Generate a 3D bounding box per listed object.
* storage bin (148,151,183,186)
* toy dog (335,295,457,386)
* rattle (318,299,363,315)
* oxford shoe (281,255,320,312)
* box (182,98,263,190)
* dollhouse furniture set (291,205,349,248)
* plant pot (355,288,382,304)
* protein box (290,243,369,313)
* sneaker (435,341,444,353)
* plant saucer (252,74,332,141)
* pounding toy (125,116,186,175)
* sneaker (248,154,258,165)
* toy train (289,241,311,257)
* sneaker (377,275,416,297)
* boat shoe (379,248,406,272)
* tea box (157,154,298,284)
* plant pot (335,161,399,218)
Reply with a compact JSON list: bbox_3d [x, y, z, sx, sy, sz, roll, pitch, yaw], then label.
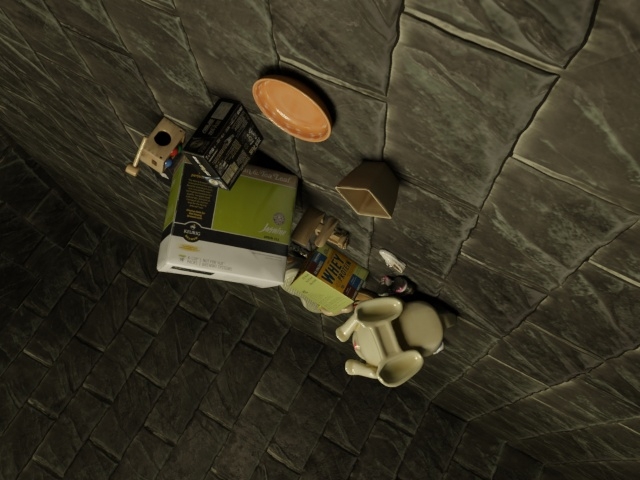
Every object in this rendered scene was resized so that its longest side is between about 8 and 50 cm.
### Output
[{"bbox_3d":[-0.534,-0.263,2.018,0.122,0.084,0.180,24,160,19],"label":"storage bin"},{"bbox_3d":[0.244,0.325,2.020,0.284,0.396,0.408,61,163,7],"label":"toy dog"},{"bbox_3d":[0.078,0.217,2.230,0.200,0.130,0.142,5,117,33],"label":"rattle"},{"bbox_3d":[-0.040,0.184,2.370,0.449,0.169,0.130,43,-160,-52],"label":"oxford shoe"},{"bbox_3d":[-0.247,-0.246,1.465,0.078,0.180,0.147,18,159,30],"label":"box"},{"bbox_3d":[0.000,0.000,1.810,0.144,0.123,0.151,27,161,13],"label":"dollhouse furniture set"},{"bbox_3d":[0.215,0.257,2.290,0.236,0.032,0.236,27,161,10],"label":"plant pot"},{"bbox_3d":[0.030,0.139,2.065,0.201,0.135,0.200,33,152,-6],"label":"protein box"},{"bbox_3d":[0.397,0.394,2.288,0.211,0.080,0.081,15,159,37],"label":"sneaker"},{"bbox_3d":[-0.057,-0.298,1.266,0.200,0.037,0.200,27,162,10],"label":"plant saucer"},{"bbox_3d":[-0.504,-0.269,1.764,0.094,0.206,0.181,34,161,-9],"label":"pounding toy"},{"bbox_3d":[-0.280,-0.254,1.644,0.192,0.086,0.064,35,161,-14],"label":"sneaker"},{"bbox_3d":[-0.050,0.055,2.183,0.158,0.027,0.036,29,164,5],"label":"toy train"},{"bbox_3d":[0.259,0.169,1.944,0.077,0.071,0.178,26,170,-19],"label":"sneaker"},{"bbox_3d":[0.221,0.066,1.778,0.100,0.035,0.035,36,161,-16],"label":"boat shoe"},{"bbox_3d":[-0.268,-0.051,1.635,0.329,0.323,0.220,12,169,-21],"label":"tea box"},{"bbox_3d":[0.122,-0.126,1.339,0.109,0.096,0.109,12,154,47],"label":"plant pot"}]
